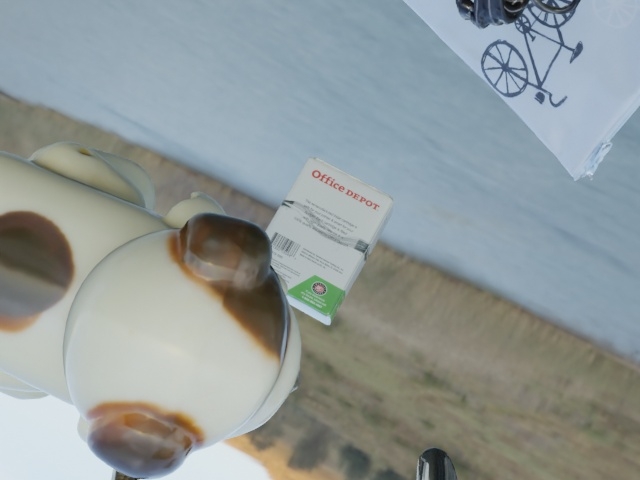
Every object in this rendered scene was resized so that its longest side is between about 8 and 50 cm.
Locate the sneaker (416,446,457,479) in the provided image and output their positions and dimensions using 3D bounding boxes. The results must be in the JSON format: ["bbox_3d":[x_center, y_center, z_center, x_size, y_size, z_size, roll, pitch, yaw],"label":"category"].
[{"bbox_3d":[0.100,0.370,1.441,0.132,0.229,0.086,-7,170,30],"label":"sneaker"}]

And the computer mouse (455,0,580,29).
[{"bbox_3d":[0.211,-0.205,0.638,0.272,0.072,0.188,-7,153,-9],"label":"computer mouse"}]

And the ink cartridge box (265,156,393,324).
[{"bbox_3d":[0.000,0.000,1.800,0.153,0.208,0.087,29,169,8],"label":"ink cartridge box"}]

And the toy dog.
[{"bbox_3d":[-0.186,0.045,1.072,0.407,0.285,0.395,22,165,41],"label":"toy dog"}]

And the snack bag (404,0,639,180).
[{"bbox_3d":[0.214,-0.265,1.119,0.342,0.037,0.323,49,146,14],"label":"snack bag"}]

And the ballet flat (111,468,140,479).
[{"bbox_3d":[-0.234,0.387,1.462,0.058,0.250,0.084,0,147,-12],"label":"ballet flat"}]
